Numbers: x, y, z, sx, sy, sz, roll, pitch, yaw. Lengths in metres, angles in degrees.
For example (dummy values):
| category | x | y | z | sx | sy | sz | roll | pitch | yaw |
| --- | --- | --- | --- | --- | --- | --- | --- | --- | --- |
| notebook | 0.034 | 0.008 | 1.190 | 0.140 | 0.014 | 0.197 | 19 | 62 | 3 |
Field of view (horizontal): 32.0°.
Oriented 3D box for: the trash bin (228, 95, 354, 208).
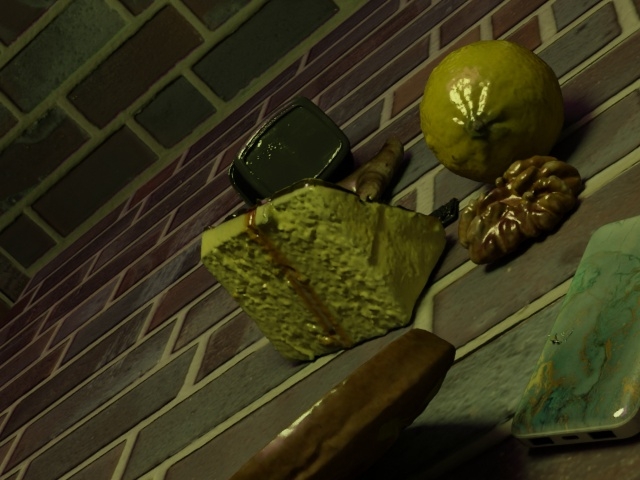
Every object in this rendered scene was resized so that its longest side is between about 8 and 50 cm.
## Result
| category | x | y | z | sx | sy | sz | roll | pitch | yaw |
| --- | --- | --- | --- | --- | --- | --- | --- | --- | --- |
| trash bin | -0.050 | -0.135 | 1.967 | 0.209 | 0.182 | 0.290 | -43 | -1 | -4 |

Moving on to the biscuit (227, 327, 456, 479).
| category | x | y | z | sx | sy | sz | roll | pitch | yaw |
| --- | --- | --- | --- | --- | --- | --- | --- | --- | --- |
| biscuit | -0.020 | 0.234 | 1.091 | 0.350 | 0.070 | 0.394 | -36 | -11 | -24 |

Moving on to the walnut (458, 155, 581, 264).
| category | x | y | z | sx | sy | sz | roll | pitch | yaw |
| --- | --- | --- | --- | --- | --- | --- | --- | --- | --- |
| walnut | 0.241 | -0.045 | 1.385 | 0.170 | 0.069 | 0.143 | -39 | 17 | 6 |

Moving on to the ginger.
| category | x | y | z | sx | sy | sz | roll | pitch | yaw |
| --- | --- | --- | --- | --- | --- | --- | --- | --- | --- |
| ginger | 0.020 | -0.040 | 1.843 | 0.333 | 0.080 | 0.166 | -36 | 17 | 3 |

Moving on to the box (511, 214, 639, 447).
| category | x | y | z | sx | sy | sz | roll | pitch | yaw |
| --- | --- | --- | --- | --- | --- | --- | --- | --- | --- |
| box | 0.283 | 0.077 | 1.067 | 0.142 | 0.044 | 0.285 | -17 | 32 | 47 |

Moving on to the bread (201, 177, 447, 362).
| category | x | y | z | sx | sy | sz | roll | pitch | yaw |
| --- | --- | --- | --- | --- | --- | --- | --- | --- | --- |
| bread | 0.000 | 0.000 | 1.516 | 0.263 | 0.236 | 0.198 | -24 | 29 | 44 |

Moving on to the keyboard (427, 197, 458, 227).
| category | x | y | z | sx | sy | sz | roll | pitch | yaw |
| --- | --- | --- | --- | --- | --- | --- | --- | --- | --- |
| keyboard | 0.120 | 0.002 | 1.625 | 0.195 | 0.018 | 0.060 | -35 | 17 | 24 |

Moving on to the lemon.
| category | x | y | z | sx | sy | sz | roll | pitch | yaw |
| --- | --- | --- | --- | --- | --- | --- | --- | --- | --- |
| lemon | 0.229 | -0.173 | 1.494 | 0.192 | 0.192 | 0.231 | -38 | 2 | 19 |
